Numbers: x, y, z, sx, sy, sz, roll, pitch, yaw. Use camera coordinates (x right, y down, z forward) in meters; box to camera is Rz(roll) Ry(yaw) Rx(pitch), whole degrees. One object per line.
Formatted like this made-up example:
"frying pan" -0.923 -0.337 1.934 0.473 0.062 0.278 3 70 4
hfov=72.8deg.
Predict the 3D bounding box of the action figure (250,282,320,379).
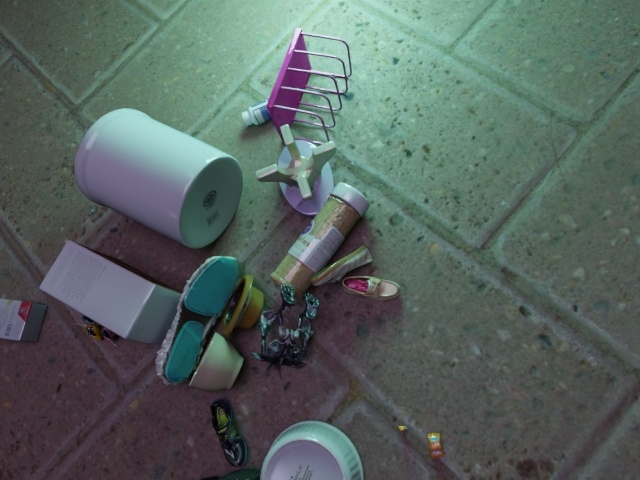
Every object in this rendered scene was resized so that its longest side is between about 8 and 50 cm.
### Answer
"action figure" -0.093 0.257 1.219 0.163 0.141 0.276 18 117 -9

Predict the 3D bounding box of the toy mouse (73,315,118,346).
"toy mouse" -0.691 0.266 1.363 0.161 0.143 0.031 37 41 -2

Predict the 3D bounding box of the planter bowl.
"planter bowl" -0.286 0.357 1.232 0.109 0.162 0.162 27 79 -9

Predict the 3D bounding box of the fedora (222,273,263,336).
"fedora" -0.220 0.197 1.277 0.079 0.194 0.195 25 77 -20

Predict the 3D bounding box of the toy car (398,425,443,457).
"toy car" 0.256 0.517 1.111 0.121 0.040 0.060 7 75 14

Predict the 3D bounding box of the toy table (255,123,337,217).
"toy table" -0.062 -0.219 1.349 0.252 0.161 0.274 -31 70 2

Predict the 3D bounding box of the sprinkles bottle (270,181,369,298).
"sprinkles bottle" 0.000 0.000 1.286 0.121 0.121 0.355 34 83 20

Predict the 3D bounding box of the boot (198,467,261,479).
"boot" -0.242 0.703 1.137 0.246 0.083 0.161 -24 72 22

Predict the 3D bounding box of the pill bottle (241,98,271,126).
"pill bottle" -0.207 -0.439 1.498 0.120 0.067 0.067 -21 70 5

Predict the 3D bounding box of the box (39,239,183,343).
"box" -0.614 0.161 1.320 0.345 0.215 0.168 23 79 18

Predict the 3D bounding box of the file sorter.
"file sorter" -0.022 -0.484 1.403 0.182 0.202 0.291 15 77 13

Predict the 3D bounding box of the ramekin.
"ramekin" -0.028 0.607 1.100 0.272 0.127 0.273 -3 73 11

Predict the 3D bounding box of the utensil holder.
"utensil holder" -0.483 -0.190 1.346 0.385 0.327 0.328 25 80 17

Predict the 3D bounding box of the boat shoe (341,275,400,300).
"boat shoe" 0.142 0.135 1.246 0.169 0.059 0.063 3 74 13

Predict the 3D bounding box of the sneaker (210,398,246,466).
"sneaker" -0.263 0.533 1.200 0.067 0.078 0.188 -27 70 3

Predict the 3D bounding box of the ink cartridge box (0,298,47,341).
"ink cartridge box" -1.030 0.265 1.454 0.175 0.072 0.128 4 74 13

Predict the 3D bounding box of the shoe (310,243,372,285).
"shoe" 0.066 0.079 1.239 0.219 0.076 0.058 -30 90 -31

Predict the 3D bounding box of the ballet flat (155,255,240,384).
"ballet flat" -0.385 0.221 1.301 0.146 0.147 0.409 22 78 18
